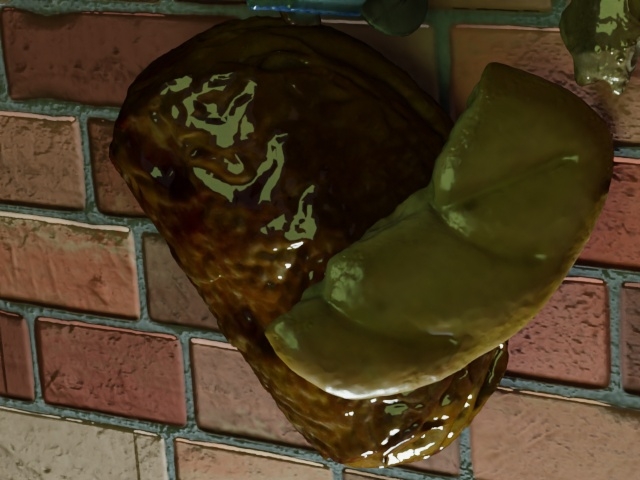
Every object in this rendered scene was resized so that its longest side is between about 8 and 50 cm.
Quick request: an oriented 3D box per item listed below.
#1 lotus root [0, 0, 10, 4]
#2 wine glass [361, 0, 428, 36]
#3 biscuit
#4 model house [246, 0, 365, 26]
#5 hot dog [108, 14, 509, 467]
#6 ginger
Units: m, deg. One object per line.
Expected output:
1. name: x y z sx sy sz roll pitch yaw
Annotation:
1. lotus root: -0.300 -0.272 1.700 0.081 0.112 0.122 -45 75 17
2. wine glass: 0.126 -0.236 1.412 0.231 0.103 0.103 -21 92 41
3. biscuit: 0.105 0.008 1.443 0.154 0.045 0.299 41 86 -11
4. model house: -0.015 -0.218 1.402 0.148 0.119 0.148 -48 63 42
5. hot dog: 0.000 0.000 1.548 0.267 0.174 0.387 -27 100 39
6. ginger: 0.222 -0.192 1.405 0.069 0.051 0.173 35 121 33
